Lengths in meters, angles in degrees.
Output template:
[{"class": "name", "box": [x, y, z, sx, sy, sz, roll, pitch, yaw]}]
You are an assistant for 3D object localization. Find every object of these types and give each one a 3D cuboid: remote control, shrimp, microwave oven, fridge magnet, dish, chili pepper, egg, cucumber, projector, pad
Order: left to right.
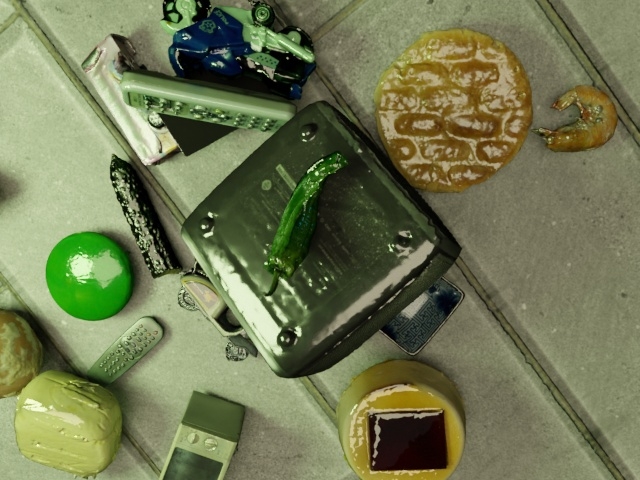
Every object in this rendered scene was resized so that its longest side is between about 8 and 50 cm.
[{"class": "egg", "box": [-0.750, 0.250, 1.423, 0.245, 0.203, 0.203, 37, 101, 6]}, {"class": "fridge magnet", "box": [-0.520, 0.081, 1.426, 0.208, 0.088, 0.207, 1, 99, 7]}, {"class": "remote control", "box": [-0.457, 0.262, 1.473, 0.222, 0.042, 0.072, -42, 95, 10]}, {"class": "cucumber", "box": [-0.396, -0.054, 1.400, 0.072, 0.072, 0.299, -22, 94, 9]}, {"class": "microwave oven", "box": [-0.274, 0.493, 1.420, 0.145, 0.194, 0.240, 21, 101, -3]}, {"class": "remote control", "box": [-0.218, -0.276, 1.248, 0.336, 0.128, 0.065, 8, 86, -14]}, {"class": "pad", "box": [-0.212, -0.304, 1.321, 0.265, 0.009, 0.159, -32, 94, -13]}, {"class": "chili pepper", "box": [-0.035, -0.020, 1.063, 0.065, 0.122, 0.278, 25, 73, -10]}, {"class": "projector", "box": [0.000, 0.000, 1.227, 0.405, 0.242, 0.395, -42, 70, 11]}, {"class": "dish", "box": [0.163, 0.106, 1.360, 0.243, 0.080, 0.181, 38, 99, 2]}, {"class": "shrimp", "box": [0.512, -0.242, 1.268, 0.188, 0.052, 0.132, -15, 94, -14]}]

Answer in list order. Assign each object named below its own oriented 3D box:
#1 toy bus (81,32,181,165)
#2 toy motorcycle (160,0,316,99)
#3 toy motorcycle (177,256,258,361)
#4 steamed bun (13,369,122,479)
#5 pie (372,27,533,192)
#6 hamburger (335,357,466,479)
[{"class": "toy bus", "box": [-0.394, -0.298, 1.350, 0.112, 0.090, 0.273, -30, 94, 14]}, {"class": "toy motorcycle", "box": [-0.174, -0.383, 1.270, 0.332, 0.125, 0.196, 20, 83, -4]}, {"class": "toy motorcycle", "box": [-0.207, 0.144, 1.404, 0.157, 0.091, 0.263, -40, 91, 6]}, {"class": "steamed bun", "box": [-0.564, 0.414, 1.445, 0.232, 0.166, 0.272, 13, 130, -2]}, {"class": "pie", "box": [0.271, -0.264, 1.291, 0.340, 0.083, 0.339, 1, 98, 8]}, {"class": "hamburger", "box": [0.173, 0.402, 1.367, 0.302, 0.170, 0.301, 0, 96, 3]}]
